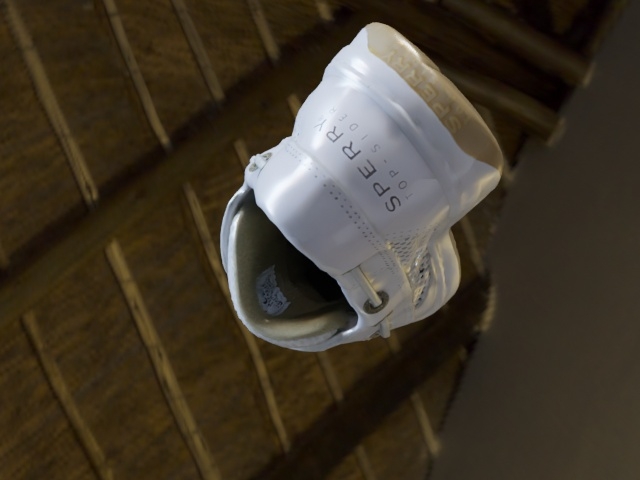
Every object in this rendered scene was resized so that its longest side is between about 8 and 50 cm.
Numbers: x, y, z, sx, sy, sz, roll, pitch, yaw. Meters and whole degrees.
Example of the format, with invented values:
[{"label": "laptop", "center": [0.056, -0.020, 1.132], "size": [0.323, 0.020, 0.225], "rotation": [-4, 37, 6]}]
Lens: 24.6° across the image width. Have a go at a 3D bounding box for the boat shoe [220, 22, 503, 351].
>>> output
[{"label": "boat shoe", "center": [0.000, 0.000, 0.616], "size": [0.096, 0.277, 0.098], "rotation": [-42, -101, -11]}]
